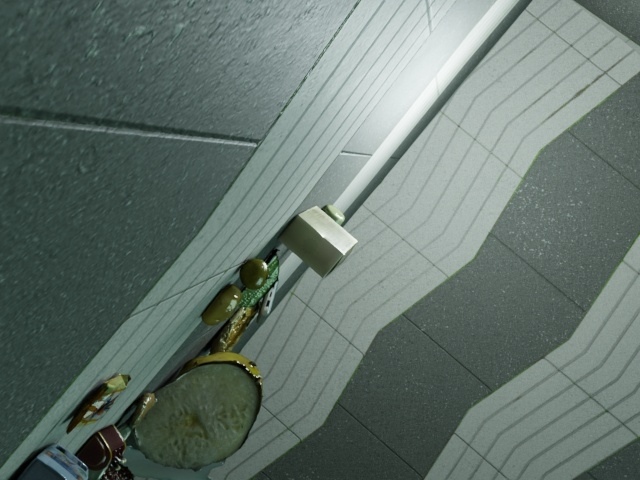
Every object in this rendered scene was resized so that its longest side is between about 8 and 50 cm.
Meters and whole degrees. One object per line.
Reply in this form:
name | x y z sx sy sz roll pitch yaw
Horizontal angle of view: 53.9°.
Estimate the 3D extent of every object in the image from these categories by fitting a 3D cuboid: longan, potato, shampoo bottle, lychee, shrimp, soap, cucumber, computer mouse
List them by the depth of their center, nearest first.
longan | -0.152 0.082 1.494 0.075 0.083 0.075 -35 -137 42
computer mouse | -0.542 0.531 1.600 0.089 0.056 0.181 -39 -163 55
shrimp | -0.464 0.447 1.663 0.180 0.041 0.099 145 -34 -84
lychee | -0.606 0.706 1.751 0.188 0.188 0.188 -49 176 -5
cucumber | -0.167 0.115 1.779 0.220 0.070 0.046 -48 -154 12
soap | -0.480 0.669 1.906 0.159 0.302 0.258 -48 174 26
potato | -0.357 0.504 1.929 0.397 0.290 0.296 -38 -174 -12
shampoo bottle | 0.003 -0.037 2.057 0.162 0.079 0.079 -50 176 19

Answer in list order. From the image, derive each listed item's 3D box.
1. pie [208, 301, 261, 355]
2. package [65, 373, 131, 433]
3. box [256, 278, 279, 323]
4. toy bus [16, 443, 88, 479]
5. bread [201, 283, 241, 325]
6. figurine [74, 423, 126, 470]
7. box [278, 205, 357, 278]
pie | -0.296 0.305 2.169 0.274 0.055 0.274 -54 174 -8
package | -0.397 0.291 1.132 0.108 0.031 0.121 -50 175 0
box | -0.193 0.220 2.271 0.285 0.044 0.142 123 -15 -72
toy bus | -0.548 0.510 1.084 0.329 0.109 0.136 -48 -173 -4
bread | -0.232 0.161 1.519 0.115 0.056 0.082 -51 175 12
figurine | -0.501 0.501 1.491 0.082 0.098 0.154 -53 174 -7
box | 0.000 0.000 1.736 0.095 0.168 0.212 -52 175 16
